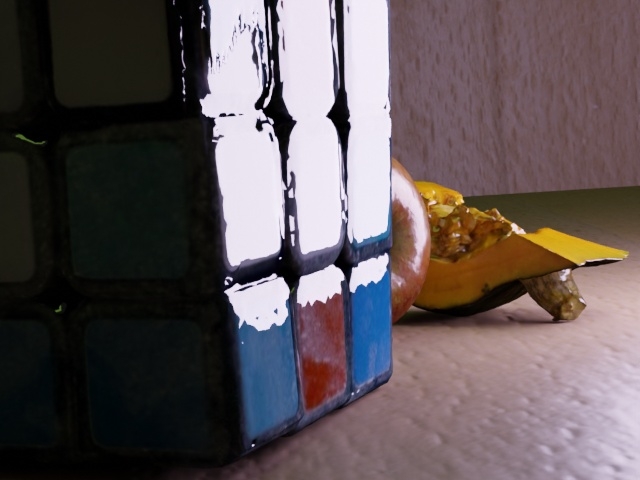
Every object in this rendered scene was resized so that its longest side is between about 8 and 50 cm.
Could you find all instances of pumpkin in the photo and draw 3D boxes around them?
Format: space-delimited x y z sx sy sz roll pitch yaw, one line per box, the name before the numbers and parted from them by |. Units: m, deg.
pumpkin | 0.178 0.029 1.584 0.248 0.126 0.131 21 9 28

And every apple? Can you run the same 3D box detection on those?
apple | 0.000 0.000 1.476 0.188 0.211 0.211 5 10 45

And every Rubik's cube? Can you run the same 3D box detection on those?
Rubik's cube | -0.153 -0.032 1.147 0.362 0.363 0.359 -3 8 21
